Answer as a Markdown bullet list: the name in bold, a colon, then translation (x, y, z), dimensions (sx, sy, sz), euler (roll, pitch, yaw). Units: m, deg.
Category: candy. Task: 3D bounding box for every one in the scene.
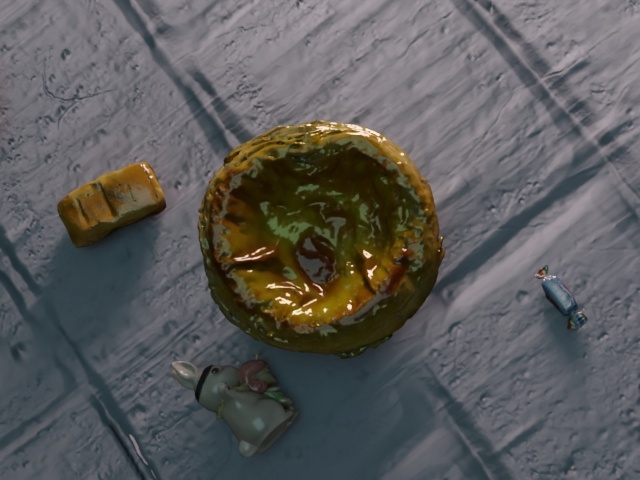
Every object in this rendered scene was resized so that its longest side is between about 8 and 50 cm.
- **candy**: translation (0.277, 0.068, 1.513), dimensions (0.030, 0.020, 0.083), euler (-38, 75, 1)

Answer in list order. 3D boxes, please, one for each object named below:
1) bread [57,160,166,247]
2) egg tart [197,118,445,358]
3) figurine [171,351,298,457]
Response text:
- **bread**: translation (-0.258, -0.045, 1.618), dimensions (0.132, 0.053, 0.074), euler (-24, 77, 4)
- **egg tart**: translation (0.000, 0.000, 1.532), dimensions (0.295, 0.116, 0.294), euler (-2, 79, 8)
- **figurine**: translation (-0.099, 0.181, 1.550), dimensions (0.146, 0.081, 0.098), euler (44, 47, 19)
